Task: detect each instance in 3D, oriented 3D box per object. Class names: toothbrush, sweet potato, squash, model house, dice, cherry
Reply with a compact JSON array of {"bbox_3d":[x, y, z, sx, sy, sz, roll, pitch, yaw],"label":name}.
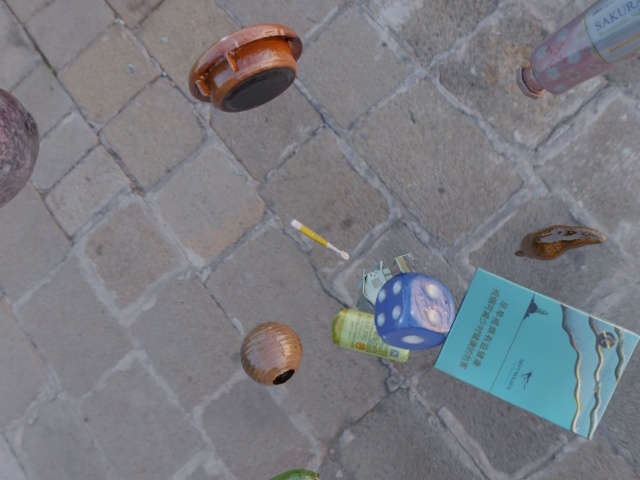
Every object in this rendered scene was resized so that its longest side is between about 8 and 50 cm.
[{"bbox_3d":[0.000,0.000,1.352,0.024,0.288,0.021,18,82,34],"label":"toothbrush"},{"bbox_3d":[0.713,0.009,1.682,0.112,0.359,0.112,3,77,-15],"label":"sweet potato"},{"bbox_3d":[-0.097,0.477,0.964,0.219,0.068,0.077,-34,101,-1],"label":"squash"},{"bbox_3d":[0.232,0.184,1.819,0.215,0.224,0.199,-16,66,-8],"label":"model house"},{"bbox_3d":[0.216,0.166,1.251,0.143,0.146,0.146,23,58,-22],"label":"dice"},{"bbox_3d":[-0.496,-0.131,0.758,0.195,0.195,0.195,-3,79,15],"label":"cherry"}]

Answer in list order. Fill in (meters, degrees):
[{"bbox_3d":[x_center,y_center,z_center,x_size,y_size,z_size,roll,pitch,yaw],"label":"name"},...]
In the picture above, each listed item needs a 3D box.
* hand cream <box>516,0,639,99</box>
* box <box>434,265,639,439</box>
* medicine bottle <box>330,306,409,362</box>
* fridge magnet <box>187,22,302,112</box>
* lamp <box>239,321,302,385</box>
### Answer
[{"bbox_3d":[0.221,-0.153,0.359,0.043,0.209,0.067,-26,89,-30],"label":"hand cream"},{"bbox_3d":[0.299,0.156,0.766,0.229,0.041,0.162,23,97,13],"label":"box"},{"bbox_3d":[0.146,0.272,1.574,0.238,0.124,0.124,12,83,11],"label":"medicine bottle"},{"bbox_3d":[-0.214,-0.500,1.596,0.363,0.363,0.155,-26,85,9],"label":"fridge magnet"},{"bbox_3d":[-0.104,0.238,1.141,0.136,0.136,0.137,-3,79,15],"label":"lamp"}]
